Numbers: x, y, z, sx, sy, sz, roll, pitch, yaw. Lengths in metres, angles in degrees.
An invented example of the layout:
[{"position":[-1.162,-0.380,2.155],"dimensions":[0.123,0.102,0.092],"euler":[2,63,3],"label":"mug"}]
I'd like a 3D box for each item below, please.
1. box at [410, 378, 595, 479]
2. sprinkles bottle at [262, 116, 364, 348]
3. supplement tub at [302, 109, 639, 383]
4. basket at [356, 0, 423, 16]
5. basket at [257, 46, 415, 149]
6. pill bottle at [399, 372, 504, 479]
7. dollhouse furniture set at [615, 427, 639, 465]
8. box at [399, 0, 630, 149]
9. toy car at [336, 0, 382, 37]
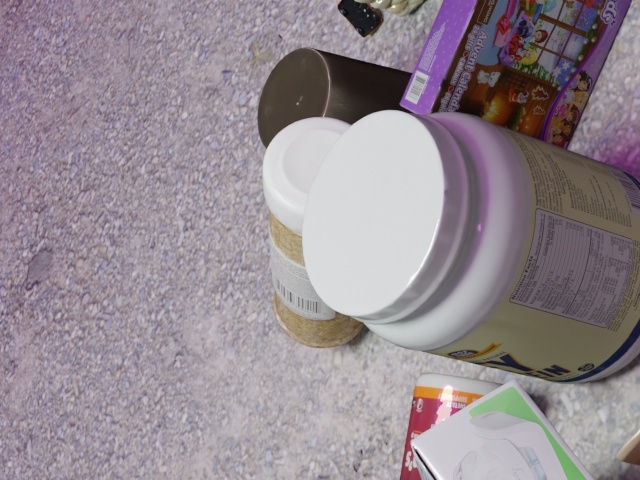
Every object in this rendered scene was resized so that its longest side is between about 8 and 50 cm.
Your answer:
[{"position":[0.209,0.301,1.571],"dimensions":[0.127,0.231,0.262],"euler":[-30,53,-9],"label":"box"},{"position":[0.000,0.000,1.904],"dimensions":[0.355,0.121,0.121],"euler":[90,173,-63],"label":"sprinkles bottle"},{"position":[0.168,0.006,1.687],"dimensions":[0.235,0.325,0.235],"euler":[-20,63,46],"label":"supplement tub"},{"position":[0.065,-0.482,1.983],"dimensions":[0.331,0.328,0.266],"euler":[-40,54,35],"label":"basket"},{"position":[0.054,-0.129,1.950],"dimensions":[0.154,0.227,0.204],"euler":[-52,44,26],"label":"basket"},{"position":[0.143,0.257,1.798],"dimensions":[0.121,0.121,0.221],"euler":[1,78,51],"label":"pill bottle"},{"position":[0.372,0.201,1.358],"dimensions":[0.259,0.135,0.262],"euler":[-53,44,29],"label":"dollhouse furniture set"},{"position":[0.227,-0.243,1.799],"dimensions":[0.057,0.201,0.293],"euler":[34,105,51],"label":"box"},{"position":[0.029,-0.256,2.164],"dimensions":[0.122,0.060,0.040],"euler":[-58,9,10],"label":"toy car"}]
